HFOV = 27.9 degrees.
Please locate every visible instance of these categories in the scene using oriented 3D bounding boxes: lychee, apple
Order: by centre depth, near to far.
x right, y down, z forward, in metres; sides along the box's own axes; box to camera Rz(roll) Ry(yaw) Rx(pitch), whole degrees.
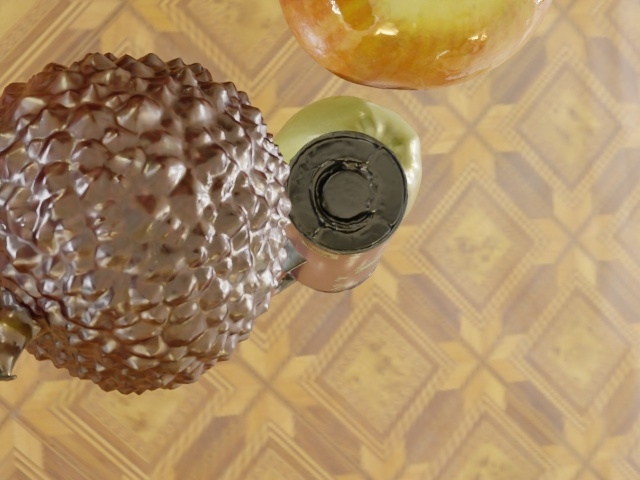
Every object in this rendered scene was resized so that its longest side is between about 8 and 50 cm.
[{"bbox_3d":[-0.153,-0.009,0.948,0.264,0.264,0.300,52,50,-15],"label":"lychee"},{"bbox_3d":[0.090,-0.279,1.229,0.286,0.233,0.286,-1,95,-8],"label":"apple"},{"bbox_3d":[0.028,-0.083,1.543,0.200,0.200,0.200,0,90,-24],"label":"apple"}]

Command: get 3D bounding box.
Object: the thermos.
[{"bbox_3d":[0.009,0.001,1.264,0.109,0.330,0.136,21,79,1],"label":"thermos"}]
